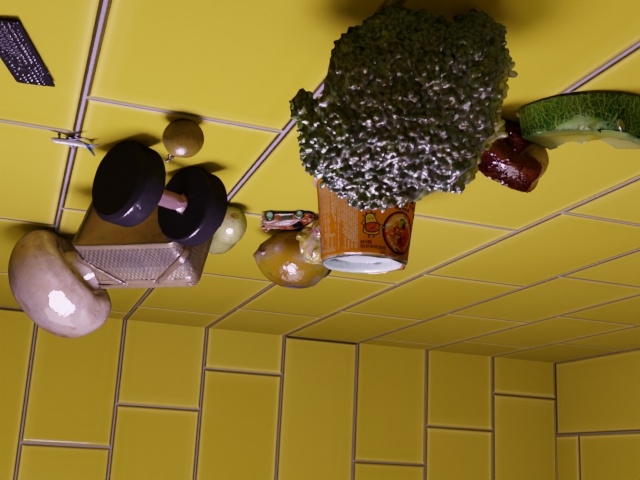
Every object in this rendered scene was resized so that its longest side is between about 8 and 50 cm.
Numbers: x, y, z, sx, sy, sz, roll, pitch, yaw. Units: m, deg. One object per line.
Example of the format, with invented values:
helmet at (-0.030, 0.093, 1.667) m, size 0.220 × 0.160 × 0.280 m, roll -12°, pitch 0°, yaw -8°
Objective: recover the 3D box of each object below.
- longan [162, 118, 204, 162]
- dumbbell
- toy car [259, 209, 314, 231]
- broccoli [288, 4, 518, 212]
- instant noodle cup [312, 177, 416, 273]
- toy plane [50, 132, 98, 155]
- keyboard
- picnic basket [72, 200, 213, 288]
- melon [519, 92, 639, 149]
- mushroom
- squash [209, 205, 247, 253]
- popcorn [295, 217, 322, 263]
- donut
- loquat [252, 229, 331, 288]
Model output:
longan at (-0.234, -0.163, 1.447) m, size 0.075 × 0.083 × 0.075 m, roll 35°, pitch -174°, yaw -4°
dumbbell at (-0.296, -0.083, 1.617) m, size 0.153 × 0.152 × 0.218 m, roll -9°, pitch 161°, yaw 38°
toy car at (-0.073, -0.043, 1.944) m, size 0.122 × 0.035 × 0.059 m, roll -1°, pitch 163°, yaw 10°
broccoli at (0.108, -0.158, 1.107) m, size 0.288 × 0.235 × 0.260 m, roll -6°, pitch 164°, yaw 15°
instant noodle cup at (0.088, -0.034, 1.686) m, size 0.216 × 0.172 × 0.216 m, roll 3°, pitch 166°, yaw 1°
toy plane at (-0.439, -0.175, 1.547) m, size 0.084 × 0.024 × 0.078 m, roll 19°, pitch 160°, yaw -28°
keyboard at (-0.431, -0.266, 1.236) m, size 0.064 × 0.010 × 0.198 m, roll 5°, pitch 165°, yaw -1°
picnic basket at (-0.369, -0.003, 1.837) m, size 0.267 × 0.165 × 0.139 m, roll -2°, pitch 137°, yaw 16°
melon at (0.412, -0.177, 1.321) m, size 0.210 × 0.064 × 0.118 m, roll 0°, pitch 170°, yaw 21°
mushroom at (-0.620, 0.081, 2.180) m, size 0.290 × 0.297 × 0.297 m, roll -35°, pitch 162°, yaw -1°
squash at (-0.223, -0.017, 1.979) m, size 0.083 × 0.083 × 0.250 m, roll 7°, pitch 165°, yaw -15°
popcorn at (0.001, 0.002, 1.952) m, size 0.089 × 0.109 × 0.097 m, roll -2°, pitch 156°, yaw 32°
donut at (0.297, -0.140, 1.373) m, size 0.140 × 0.140 × 0.059 m, roll 11°, pitch 137°, yaw -28°
loquat at (-0.065, 0.044, 2.072) m, size 0.195 × 0.152 × 0.152 m, roll 15°, pitch 162°, yaw -13°
